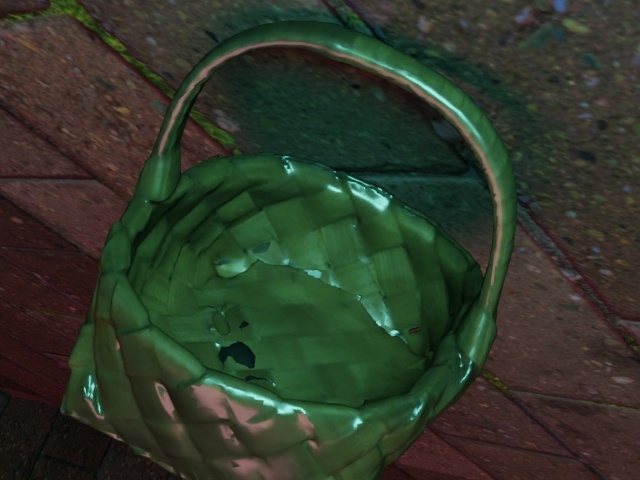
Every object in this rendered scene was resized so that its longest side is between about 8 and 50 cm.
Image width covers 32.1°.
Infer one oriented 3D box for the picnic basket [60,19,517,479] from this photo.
[{"bbox_3d":[0.000,0.000,0.811,0.293,0.337,0.337,27,161,8],"label":"picnic basket"}]
